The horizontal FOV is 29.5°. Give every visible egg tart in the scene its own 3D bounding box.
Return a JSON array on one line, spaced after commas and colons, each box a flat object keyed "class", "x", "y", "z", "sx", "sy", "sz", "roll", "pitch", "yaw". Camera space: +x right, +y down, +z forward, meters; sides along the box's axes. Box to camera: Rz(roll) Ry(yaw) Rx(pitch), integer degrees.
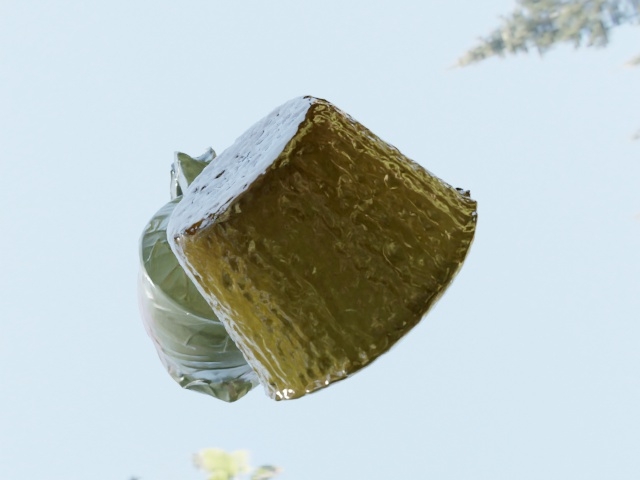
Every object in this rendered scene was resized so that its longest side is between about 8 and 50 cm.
[{"class": "egg tart", "x": 0.000, "y": 0.000, "z": 0.883, "sx": 0.171, "sy": 0.215, "sz": 0.215, "roll": 47, "pitch": -125, "yaw": -18}]

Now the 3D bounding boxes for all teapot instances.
[{"class": "teapot", "x": -0.111, "y": 0.042, "z": 1.149, "sx": 0.163, "sy": 0.178, "sz": 0.221, "roll": -30, "pitch": -121, "yaw": -35}]
